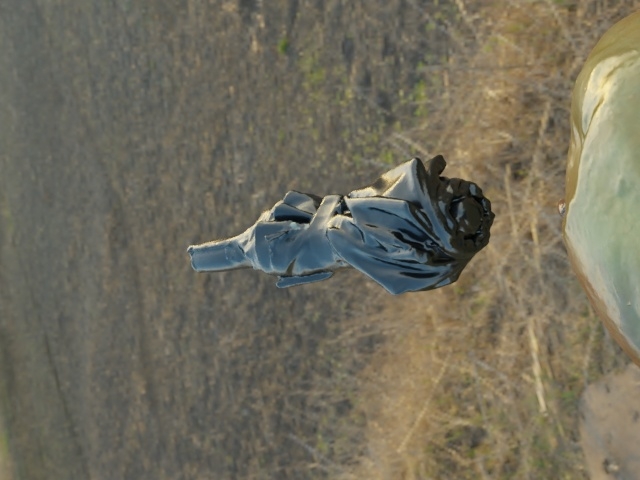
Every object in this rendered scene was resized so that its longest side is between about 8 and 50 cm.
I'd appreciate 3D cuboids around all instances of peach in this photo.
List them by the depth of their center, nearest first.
[{"bbox_3d":[0.228,-0.036,0.496,0.214,0.214,0.236,111,155,-48],"label":"peach"}]

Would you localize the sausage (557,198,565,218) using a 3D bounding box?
[{"bbox_3d":[0.381,-0.056,1.398,0.036,0.042,0.158,37,168,-2],"label":"sausage"}]

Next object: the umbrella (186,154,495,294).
[{"bbox_3d":[0.000,0.000,0.871,0.340,0.118,0.118,-10,90,41],"label":"umbrella"}]
